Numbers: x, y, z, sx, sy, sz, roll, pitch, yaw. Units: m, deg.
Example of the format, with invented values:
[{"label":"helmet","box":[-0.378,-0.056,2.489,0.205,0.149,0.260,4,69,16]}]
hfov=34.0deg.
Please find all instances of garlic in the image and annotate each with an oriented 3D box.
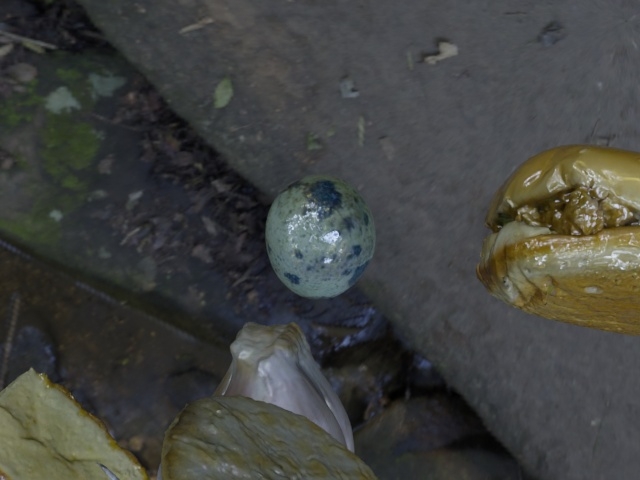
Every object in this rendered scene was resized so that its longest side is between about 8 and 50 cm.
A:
[{"label":"garlic","box":[-0.095,0.289,1.206,0.246,0.231,0.340,41,113,-13]}]

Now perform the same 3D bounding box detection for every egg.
[{"label":"egg","box":[0.000,0.000,1.330,0.141,0.141,0.182,15,135,13]}]

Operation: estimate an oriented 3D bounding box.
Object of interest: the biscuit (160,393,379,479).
[{"label":"biscuit","box":[-0.019,0.188,0.743,0.220,0.220,0.033,37,110,6]}]

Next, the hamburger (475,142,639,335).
[{"label":"hamburger","box":[0.319,0.009,1.123,0.284,0.304,0.174,15,84,2]}]

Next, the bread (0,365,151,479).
[{"label":"bread","box":[-0.450,0.383,1.592,0.279,0.207,0.279,49,128,-6]}]
